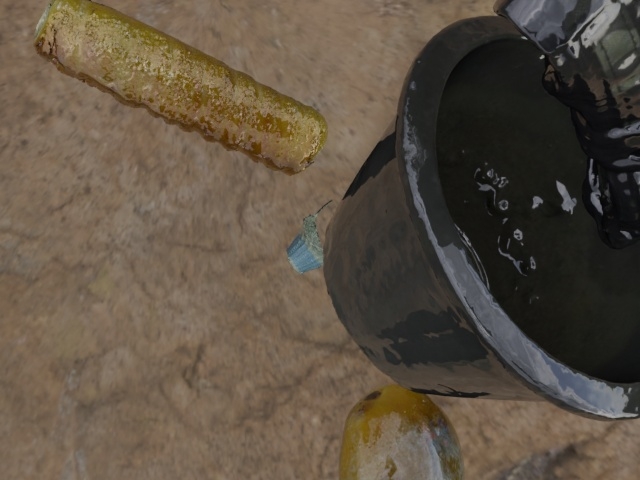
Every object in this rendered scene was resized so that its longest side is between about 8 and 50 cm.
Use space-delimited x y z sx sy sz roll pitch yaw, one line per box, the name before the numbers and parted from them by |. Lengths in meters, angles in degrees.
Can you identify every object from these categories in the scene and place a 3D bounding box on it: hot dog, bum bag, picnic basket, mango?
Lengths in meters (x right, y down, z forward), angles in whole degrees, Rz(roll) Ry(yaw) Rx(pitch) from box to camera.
hot dog | -0.125 -0.138 0.954 0.289 0.068 0.083 23 127 -19
bum bag | 0.172 -0.095 0.523 0.095 0.340 0.144 35 89 28
picnic basket | 0.000 0.000 1.148 0.083 0.083 0.065 -35 73 4
mango | 0.112 0.349 1.365 0.193 0.146 0.316 1 80 -45

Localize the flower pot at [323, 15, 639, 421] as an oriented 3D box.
flower pot | 0.109 0.003 0.681 0.269 0.269 0.166 47 137 -14
